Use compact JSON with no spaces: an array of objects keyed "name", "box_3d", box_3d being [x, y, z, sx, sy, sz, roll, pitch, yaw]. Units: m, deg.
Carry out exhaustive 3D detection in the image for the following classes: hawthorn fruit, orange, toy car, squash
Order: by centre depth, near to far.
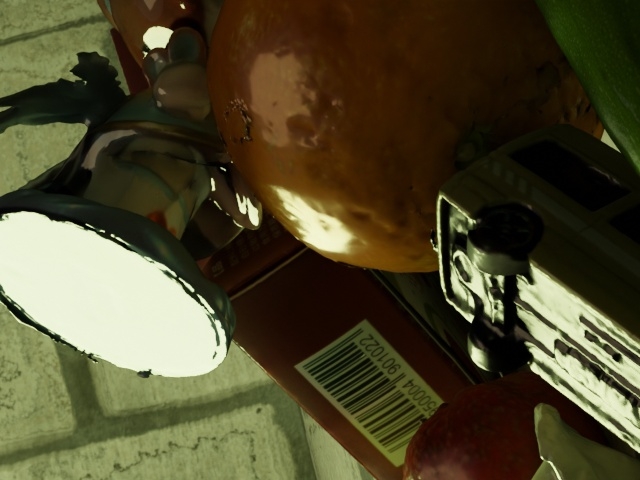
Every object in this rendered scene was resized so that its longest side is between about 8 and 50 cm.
[{"name":"squash","box_3d":[0.160,-0.118,1.021,0.082,0.082,0.292,87,166,-50]},{"name":"toy car","box_3d":[0.176,0.042,1.029,0.256,0.124,0.101,38,150,35]},{"name":"orange","box_3d":[0.053,-0.103,1.190,0.246,0.246,0.246,166,90,-82]},{"name":"hawthorn fruit","box_3d":[0.164,0.234,1.395,0.165,0.165,0.285,110,137,-75]}]

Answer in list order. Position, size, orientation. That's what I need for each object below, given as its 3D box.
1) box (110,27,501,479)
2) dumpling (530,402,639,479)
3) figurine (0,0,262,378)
[{"name":"box","box_3d":[0.000,0.000,1.659,0.344,0.122,0.385,48,-167,-41]},{"name":"dumpling","box_3d":[0.183,0.217,1.242,0.162,0.132,0.250,92,162,-73]},{"name":"figurine","box_3d":[-0.107,-0.120,1.363,0.277,0.248,0.388,93,-162,-61]}]
